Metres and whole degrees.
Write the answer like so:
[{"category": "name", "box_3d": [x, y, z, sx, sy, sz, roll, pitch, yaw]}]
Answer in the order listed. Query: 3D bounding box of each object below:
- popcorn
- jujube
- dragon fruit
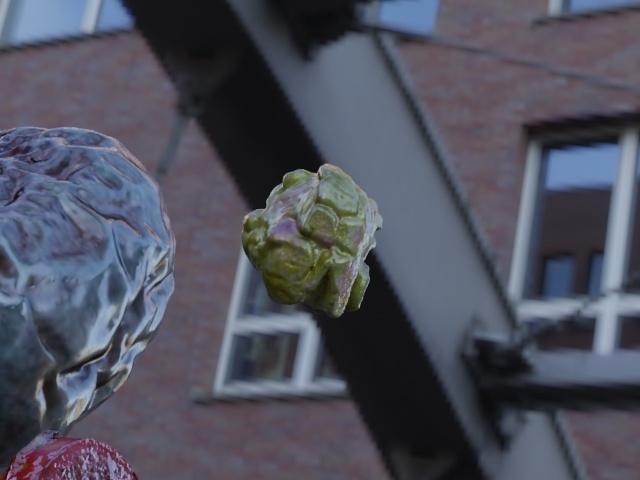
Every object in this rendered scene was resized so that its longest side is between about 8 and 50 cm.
[{"category": "popcorn", "box_3d": [-0.001, 0.000, 1.344, 0.089, 0.109, 0.097, 33, -61, -18]}, {"category": "jujube", "box_3d": [-0.227, 0.037, 1.351, 0.226, 0.317, 0.226, 7, -67, 16]}, {"category": "dragon fruit", "box_3d": [-0.175, 0.184, 1.103, 0.111, 0.153, 0.153, -6, -28, 25]}]
